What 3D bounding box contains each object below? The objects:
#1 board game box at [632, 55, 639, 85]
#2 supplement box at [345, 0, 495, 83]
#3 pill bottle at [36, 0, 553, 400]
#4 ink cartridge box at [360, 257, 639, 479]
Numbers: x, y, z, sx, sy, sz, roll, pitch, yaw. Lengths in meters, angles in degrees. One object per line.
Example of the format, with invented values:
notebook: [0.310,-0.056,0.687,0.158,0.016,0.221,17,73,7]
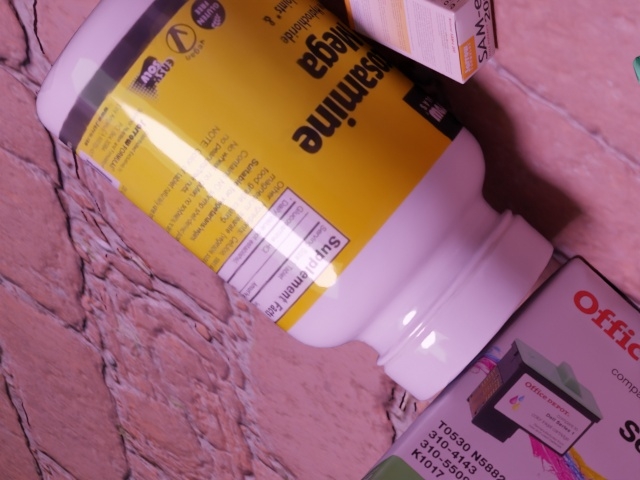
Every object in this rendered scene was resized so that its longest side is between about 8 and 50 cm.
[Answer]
board game box: [0.065,-0.262,0.637,0.390,0.050,0.390,61,-168,-48]
supplement box: [0.062,-0.150,1.156,0.098,0.036,0.062,30,151,31]
pill bottle: [-0.012,-0.050,1.228,0.334,0.188,0.188,40,154,-1]
ink cartridge box: [0.151,0.178,1.230,0.201,0.278,0.117,43,151,5]
